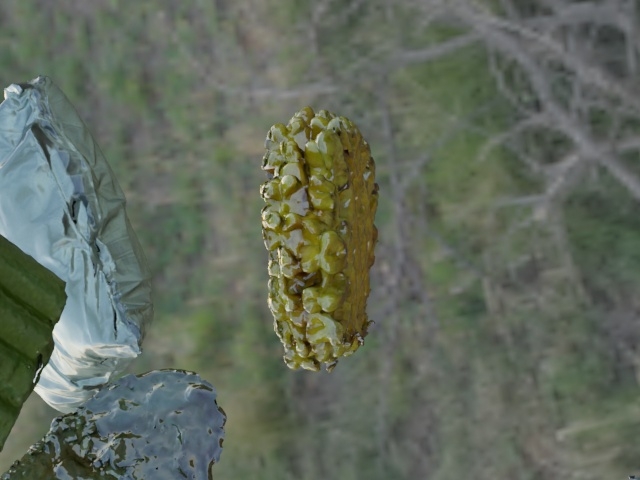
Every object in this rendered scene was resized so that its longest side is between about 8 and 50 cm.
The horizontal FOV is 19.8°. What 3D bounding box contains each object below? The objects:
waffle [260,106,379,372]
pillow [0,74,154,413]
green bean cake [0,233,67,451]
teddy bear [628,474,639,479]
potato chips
[{"bbox_3d":[0.000,0.000,1.374,0.193,0.070,0.197,-53,-40,-74],"label":"waffle"},{"bbox_3d":[-0.256,0.025,1.802,0.283,0.138,0.310,65,157,14],"label":"pillow"},{"bbox_3d":[-0.301,0.093,1.336,0.214,0.113,0.200,-6,50,46],"label":"green bean cake"},{"bbox_3d":[0.416,0.257,2.019,0.133,0.213,0.111,-13,100,37],"label":"teddy bear"},{"bbox_3d":[-0.092,0.146,0.779,0.142,0.209,0.026,27,148,18],"label":"potato chips"}]
